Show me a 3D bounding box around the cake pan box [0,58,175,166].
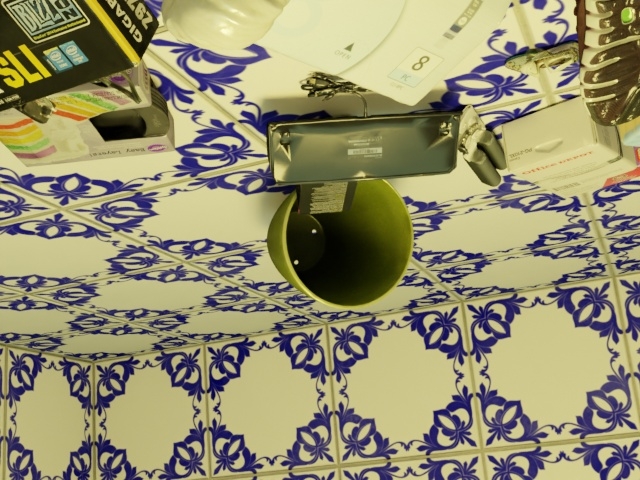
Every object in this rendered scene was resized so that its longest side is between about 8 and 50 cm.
[{"bbox_3d":[-0.364,-0.196,1.339,0.267,0.070,0.246,-6,165,0],"label":"cake pan box"}]

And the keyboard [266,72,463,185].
[{"bbox_3d":[0.071,-0.184,1.417,0.317,0.033,0.201,-4,127,-6],"label":"keyboard"}]

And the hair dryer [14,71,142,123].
[{"bbox_3d":[-0.361,-0.257,1.042,0.223,0.080,0.293,-7,147,34],"label":"hair dryer"}]

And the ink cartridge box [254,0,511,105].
[{"bbox_3d":[0.111,-0.316,0.856,0.308,0.091,0.385,12,137,-44],"label":"ink cartridge box"}]

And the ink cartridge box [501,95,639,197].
[{"bbox_3d":[0.465,-0.166,1.612,0.172,0.100,0.237,-18,160,36],"label":"ink cartridge box"}]

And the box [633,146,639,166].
[{"bbox_3d":[0.601,-0.208,1.345,0.293,0.201,0.057,1,162,-18],"label":"box"}]

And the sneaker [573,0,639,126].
[{"bbox_3d":[0.344,-0.285,1.054,0.106,0.162,0.281,-12,134,4],"label":"sneaker"}]

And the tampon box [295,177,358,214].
[{"bbox_3d":[0.006,-0.130,1.562,0.101,0.120,0.161,-4,163,-5],"label":"tampon box"}]

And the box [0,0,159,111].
[{"bbox_3d":[-0.366,-0.257,0.903,0.322,0.079,0.257,-10,136,29],"label":"box"}]

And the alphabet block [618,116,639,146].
[{"bbox_3d":[0.518,-0.250,1.191,0.192,0.197,0.193,0,163,-18],"label":"alphabet block"}]

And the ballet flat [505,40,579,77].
[{"bbox_3d":[0.338,-0.270,1.341,0.114,0.041,0.041,-12,162,22],"label":"ballet flat"}]

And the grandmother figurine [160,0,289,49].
[{"bbox_3d":[-0.080,-0.291,0.635,0.104,0.342,0.208,0,162,-17],"label":"grandmother figurine"}]

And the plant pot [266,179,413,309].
[{"bbox_3d":[0.000,0.000,1.811,0.275,0.275,0.293,2,177,-23],"label":"plant pot"}]

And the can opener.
[{"bbox_3d":[0.279,-0.175,1.616,0.093,0.074,0.280,25,178,31],"label":"can opener"}]
